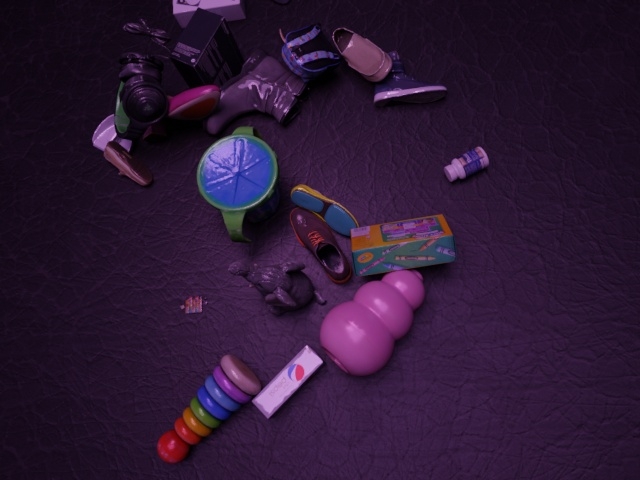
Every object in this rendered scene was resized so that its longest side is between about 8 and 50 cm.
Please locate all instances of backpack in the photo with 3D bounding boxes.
[{"bbox_3d":[-0.044,-0.566,1.815,0.173,0.117,0.158,-34,91,-41],"label":"backpack"}]

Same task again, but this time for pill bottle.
[{"bbox_3d":[0.429,-0.222,1.745,0.120,0.067,0.067,-27,72,-1],"label":"pill bottle"}]

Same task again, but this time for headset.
[{"bbox_3d":[-0.546,-0.467,1.733,0.394,0.185,0.243,-42,52,41],"label":"headset"}]

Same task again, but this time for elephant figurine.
[{"bbox_3d":[-0.115,0.121,1.633,0.186,0.239,0.169,-29,72,-1],"label":"elephant figurine"}]

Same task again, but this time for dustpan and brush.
[{"bbox_3d":[-0.652,-0.384,1.944,0.147,0.060,0.211,27,80,14],"label":"dustpan and brush"}]

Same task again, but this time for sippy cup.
[{"bbox_3d":[-0.216,-0.159,1.735,0.240,0.224,0.305,37,82,17],"label":"sippy cup"}]

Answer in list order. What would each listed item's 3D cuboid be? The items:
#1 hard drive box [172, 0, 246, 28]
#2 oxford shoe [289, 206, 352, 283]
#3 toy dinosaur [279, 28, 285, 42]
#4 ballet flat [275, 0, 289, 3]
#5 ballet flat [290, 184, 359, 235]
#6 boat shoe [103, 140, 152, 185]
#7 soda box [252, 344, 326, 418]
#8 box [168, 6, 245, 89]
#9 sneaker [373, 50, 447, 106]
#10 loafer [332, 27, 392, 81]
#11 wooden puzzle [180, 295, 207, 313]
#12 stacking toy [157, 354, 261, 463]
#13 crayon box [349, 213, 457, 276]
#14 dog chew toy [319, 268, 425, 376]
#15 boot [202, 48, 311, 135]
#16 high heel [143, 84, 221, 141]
[{"bbox_3d":[-0.379,-0.841,2.023,0.232,0.089,0.181,-7,74,6],"label":"hard drive box"},{"bbox_3d":[0.000,0.000,1.725,0.097,0.098,0.271,-38,73,-4],"label":"oxford shoe"},{"bbox_3d":[-0.075,-0.614,1.945,0.183,0.053,0.092,30,65,7],"label":"toy dinosaur"},{"bbox_3d":[-0.176,-0.891,2.019,0.074,0.074,0.203,-36,73,-3],"label":"ballet flat"},{"bbox_3d":[0.019,-0.099,1.759,0.231,0.077,0.077,31,119,-1],"label":"ballet flat"},{"bbox_3d":[-0.621,-0.234,1.904,0.190,0.068,0.072,44,118,8],"label":"boat shoe"},{"bbox_3d":[-0.085,0.391,1.638,0.069,0.074,0.216,43,84,15],"label":"soda box"},{"bbox_3d":[-0.345,-0.561,1.847,0.103,0.261,0.184,27,79,14],"label":"box"},{"bbox_3d":[0.277,-0.510,1.839,0.226,0.086,0.163,-2,77,9],"label":"sneaker"},{"bbox_3d":[0.118,-0.579,1.836,0.268,0.092,0.102,47,112,39],"label":"loafer"},{"bbox_3d":[-0.378,0.192,1.771,0.083,0.006,0.049,-4,74,6],"label":"wooden puzzle"},{"bbox_3d":[-0.320,0.475,1.622,0.141,0.141,0.330,43,87,16],"label":"stacking toy"},{"bbox_3d":[0.225,0.011,1.650,0.278,0.165,0.081,-9,112,5],"label":"crayon box"},{"bbox_3d":[0.155,0.206,1.602,0.206,0.206,0.332,41,75,16],"label":"dog chew toy"},{"bbox_3d":[-0.198,-0.429,1.873,0.222,0.118,0.338,37,87,9],"label":"boot"},{"bbox_3d":[-0.451,-0.450,1.831,0.377,0.127,0.181,-16,79,35],"label":"high heel"}]
